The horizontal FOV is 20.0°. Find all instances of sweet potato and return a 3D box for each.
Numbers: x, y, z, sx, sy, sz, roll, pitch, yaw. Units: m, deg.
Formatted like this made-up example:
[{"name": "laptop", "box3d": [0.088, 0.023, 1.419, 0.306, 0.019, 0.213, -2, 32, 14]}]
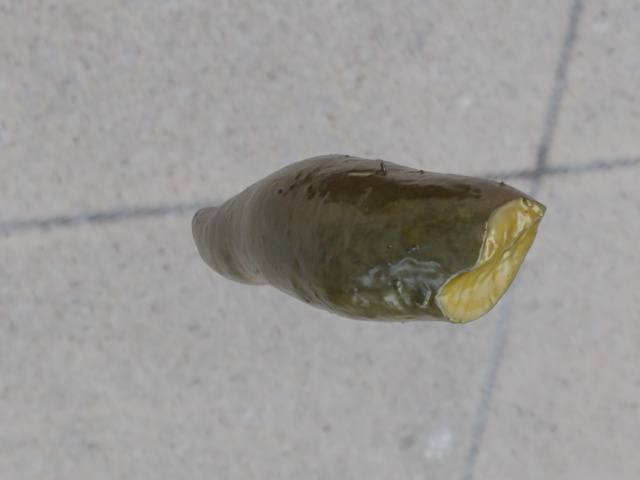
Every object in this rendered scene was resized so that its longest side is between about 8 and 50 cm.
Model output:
[{"name": "sweet potato", "box3d": [0.000, 0.000, 0.842, 0.077, 0.244, 0.077, -2, 94, -41]}]
